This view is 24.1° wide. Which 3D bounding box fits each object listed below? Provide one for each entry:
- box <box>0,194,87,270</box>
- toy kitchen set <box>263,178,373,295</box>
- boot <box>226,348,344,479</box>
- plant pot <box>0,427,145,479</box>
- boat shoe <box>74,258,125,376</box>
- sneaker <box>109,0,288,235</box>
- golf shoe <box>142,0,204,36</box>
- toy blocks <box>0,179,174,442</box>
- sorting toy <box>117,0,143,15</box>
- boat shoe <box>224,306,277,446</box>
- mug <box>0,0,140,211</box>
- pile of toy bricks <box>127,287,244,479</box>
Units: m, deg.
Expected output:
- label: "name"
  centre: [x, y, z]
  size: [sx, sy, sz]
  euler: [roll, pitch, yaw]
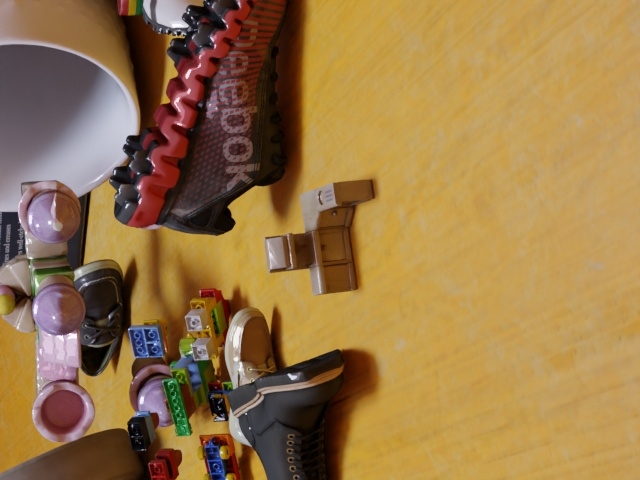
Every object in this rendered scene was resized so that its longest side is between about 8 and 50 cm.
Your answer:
- label: "box"
  centre: [-0.524, -0.106, 2.003]
  size: [0.212, 0.395, 0.293]
  euler: [-119, 32, -43]
- label: "toy kitchen set"
  centre: [0.000, 0.000, 1.186]
  size: [0.075, 0.068, 0.083]
  euler: [163, 100, -67]
- label: "boot"
  centre: [-0.008, 0.173, 1.270]
  size: [0.198, 0.076, 0.137]
  euler: [141, 111, -70]
- label: "plant pot"
  centre: [-0.319, 0.425, 1.816]
  size: [0.280, 0.323, 0.323]
  euler: [62, 153, 10]
- label: "boat shoe"
  centre: [-0.280, 0.101, 1.889]
  size: [0.223, 0.080, 0.073]
  euler: [112, 140, -58]
- label: "sneaker"
  centre: [-0.077, -0.122, 1.312]
  size: [0.276, 0.135, 0.097]
  euler: [-64, 18, 13]
- label: "golf shoe"
  centre: [-0.140, -0.264, 1.451]
  size: [0.198, 0.077, 0.094]
  euler: [-125, 36, -48]
- label: "toy blocks"
  centre: [-0.294, 0.077, 1.578]
  size: [0.260, 0.309, 0.289]
  euler: [-141, 48, -74]
- label: "sorting toy"
  centre: [-0.232, -0.345, 1.639]
  size: [0.274, 0.046, 0.132]
  euler: [-117, 27, -61]
- label: "boat shoe"
  centre: [-0.058, 0.130, 1.395]
  size: [0.045, 0.050, 0.135]
  euler: [22, 120, 53]
- label: "mug"
  centre: [-0.388, -0.267, 1.711]
  size: [0.374, 0.276, 0.328]
  euler: [44, -156, -48]
- label: "pile of toy bricks"
  centre: [-0.128, 0.149, 1.522]
  size: [0.105, 0.118, 0.212]
  euler: [-53, -44, -64]
